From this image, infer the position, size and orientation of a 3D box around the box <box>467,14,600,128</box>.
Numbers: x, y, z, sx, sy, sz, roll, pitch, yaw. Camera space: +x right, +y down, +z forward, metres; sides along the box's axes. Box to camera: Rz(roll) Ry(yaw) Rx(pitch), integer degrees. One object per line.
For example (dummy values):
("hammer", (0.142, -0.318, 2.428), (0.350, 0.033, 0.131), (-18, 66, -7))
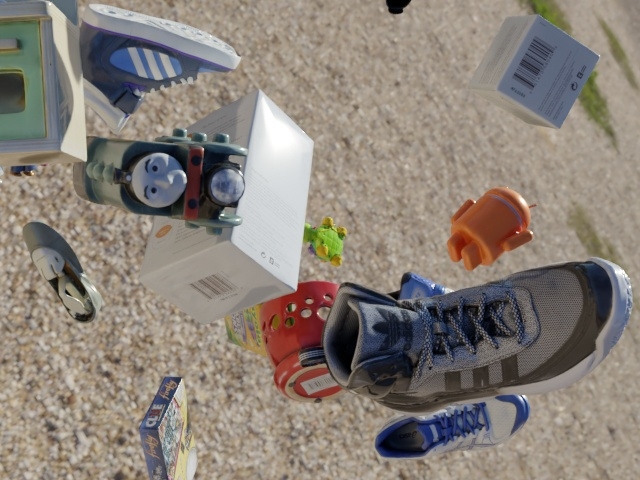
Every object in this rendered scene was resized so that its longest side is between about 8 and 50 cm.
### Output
("box", (0.252, -0.201, 1.049), (0.102, 0.101, 0.087), (27, 4, -19))

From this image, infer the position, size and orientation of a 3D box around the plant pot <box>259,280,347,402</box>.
("plant pot", (-0.014, 0.196, 1.661), (0.191, 0.191, 0.174), (32, 33, -37))

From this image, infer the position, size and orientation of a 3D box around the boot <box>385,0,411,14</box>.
("boot", (0.121, -0.420, 1.187), (0.076, 0.198, 0.137), (2, 45, -2))

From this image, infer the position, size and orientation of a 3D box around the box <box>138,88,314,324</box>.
("box", (-0.156, -0.059, 1.545), (0.168, 0.215, 0.345), (41, 41, -37))

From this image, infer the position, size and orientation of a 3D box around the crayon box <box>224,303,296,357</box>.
("crayon box", (-0.151, 0.162, 2.122), (0.083, 0.323, 0.203), (-14, 98, -26))

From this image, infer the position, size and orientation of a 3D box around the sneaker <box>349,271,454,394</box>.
("sneaker", (0.126, 0.180, 1.782), (0.147, 0.330, 0.130), (35, 30, -4))

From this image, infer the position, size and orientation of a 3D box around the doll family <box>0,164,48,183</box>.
("doll family", (-0.713, -0.222, 2.013), (0.263, 0.163, 0.118), (-17, 35, -38))

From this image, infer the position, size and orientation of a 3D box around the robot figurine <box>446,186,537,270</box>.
("robot figurine", (0.379, -0.030, 1.951), (0.219, 0.158, 0.128), (-43, 102, -17))

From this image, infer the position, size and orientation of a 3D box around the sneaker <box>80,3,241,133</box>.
("sneaker", (-0.344, -0.318, 1.761), (0.322, 0.236, 0.130), (12, 23, -19))

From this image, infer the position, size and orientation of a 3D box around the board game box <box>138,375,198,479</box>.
("board game box", (-0.309, 0.427, 1.811), (0.165, 0.042, 0.243), (-72, 161, -59))

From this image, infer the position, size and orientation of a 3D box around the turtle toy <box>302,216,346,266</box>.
("turtle toy", (0.000, 0.000, 1.926), (0.130, 0.066, 0.095), (34, 56, -39))

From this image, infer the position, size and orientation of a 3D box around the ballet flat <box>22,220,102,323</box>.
("ballet flat", (-0.456, 0.060, 1.553), (0.068, 0.072, 0.213), (-89, 154, -56))

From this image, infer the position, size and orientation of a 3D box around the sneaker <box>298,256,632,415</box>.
("sneaker", (0.104, 0.076, 0.709), (0.153, 0.268, 0.101), (18, 56, -40))

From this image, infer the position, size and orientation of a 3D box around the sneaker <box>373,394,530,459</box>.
("sneaker", (0.237, 0.349, 1.606), (0.131, 0.296, 0.112), (2, 66, -67))

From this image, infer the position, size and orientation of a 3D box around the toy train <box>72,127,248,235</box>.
("toy train", (-0.231, -0.089, 1.245), (0.190, 0.334, 0.142), (2, 98, -28))

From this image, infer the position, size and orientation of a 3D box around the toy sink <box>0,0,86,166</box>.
("toy sink", (-0.371, -0.209, 1.036), (0.131, 0.152, 0.234), (118, -30, -88))
